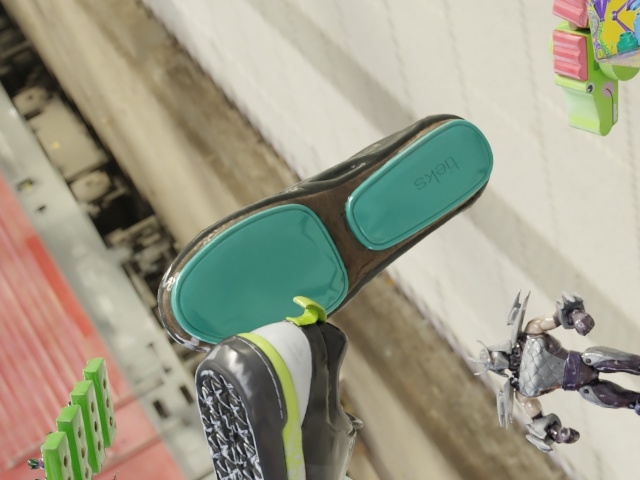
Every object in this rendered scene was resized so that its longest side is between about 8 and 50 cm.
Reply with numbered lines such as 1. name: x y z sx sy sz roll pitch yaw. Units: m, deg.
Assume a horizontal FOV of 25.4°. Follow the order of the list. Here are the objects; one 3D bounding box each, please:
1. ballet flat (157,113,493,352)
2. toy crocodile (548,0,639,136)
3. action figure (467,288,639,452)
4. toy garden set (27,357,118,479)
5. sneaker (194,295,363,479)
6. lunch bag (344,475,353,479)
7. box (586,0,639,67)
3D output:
1. ballet flat: 0.000 0.000 0.985 0.096 0.280 0.095 -10 106 63
2. toy crocodile: 0.336 -0.294 1.780 0.115 0.105 0.340 31 131 48
3. action figure: 0.308 0.151 1.606 0.099 0.285 0.185 -59 -25 -67
4. toy garden set: -0.294 0.285 1.709 0.244 0.049 0.204 -77 -18 -70
5. sneaker: -0.007 0.144 0.853 0.084 0.097 0.235 30 135 41
6. lunch bag: 0.014 0.403 1.605 0.223 0.160 0.262 33 -149 -7
7. box: 0.421 -0.342 1.424 0.290 0.177 0.279 -10 86 38
